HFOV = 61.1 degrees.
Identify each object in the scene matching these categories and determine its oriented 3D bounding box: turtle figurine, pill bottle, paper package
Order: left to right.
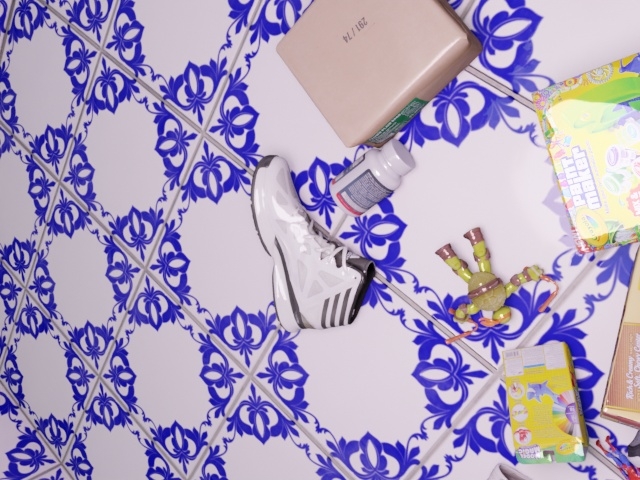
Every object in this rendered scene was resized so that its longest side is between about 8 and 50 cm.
[{"bbox_3d":[0.118,-0.142,1.219,0.180,0.108,0.107,-36,78,31],"label":"pill bottle"},{"bbox_3d":[0.121,-0.405,1.144,0.325,0.168,0.309,-41,76,29],"label":"paper package"},{"bbox_3d":[0.329,0.097,1.136,0.270,0.087,0.217,-36,78,31],"label":"turtle figurine"}]

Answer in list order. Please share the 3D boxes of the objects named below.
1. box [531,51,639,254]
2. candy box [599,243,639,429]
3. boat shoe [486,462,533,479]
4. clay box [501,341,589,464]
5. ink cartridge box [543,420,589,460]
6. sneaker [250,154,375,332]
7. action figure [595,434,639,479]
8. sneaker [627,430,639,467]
[{"bbox_3d":[0.549,-0.155,0.911,0.279,0.177,0.289,-17,88,33],"label":"box"},{"bbox_3d":[0.596,0.166,0.895,0.183,0.087,0.316,13,74,28],"label":"candy box"},{"bbox_3d":[0.474,0.560,1.118,0.268,0.096,0.088,28,116,34],"label":"boat shoe"},{"bbox_3d":[0.437,0.320,1.061,0.128,0.053,0.221,-18,56,33],"label":"clay box"},{"bbox_3d":[0.468,0.400,1.095,0.123,0.089,0.052,-13,93,33],"label":"ink cartridge box"},{"bbox_3d":[0.000,0.000,1.307,0.258,0.169,0.446,-7,102,24],"label":"sneaker"},{"bbox_3d":[0.593,0.434,1.059,0.115,0.030,0.038,50,124,10],"label":"action figure"},{"bbox_3d":[0.611,0.274,0.985,0.153,0.101,0.268,39,109,22],"label":"sneaker"}]
